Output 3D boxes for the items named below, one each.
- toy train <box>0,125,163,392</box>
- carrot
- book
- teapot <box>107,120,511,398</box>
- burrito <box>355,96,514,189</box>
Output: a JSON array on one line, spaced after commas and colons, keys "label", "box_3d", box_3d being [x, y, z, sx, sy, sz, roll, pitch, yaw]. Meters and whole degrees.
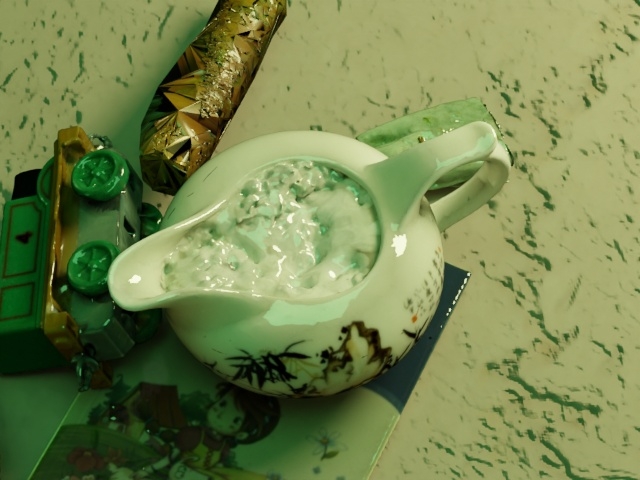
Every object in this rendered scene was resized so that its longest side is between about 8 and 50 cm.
[{"label": "toy train", "box_3d": [-0.193, 0.016, 1.442, 0.136, 0.091, 0.228, -12, 55, 13]}, {"label": "carrot", "box_3d": [-0.084, -0.127, 1.519, 0.069, 0.069, 0.229, 18, 49, 9]}, {"label": "book", "box_3d": [-0.053, 0.110, 1.438, 0.228, 0.018, 0.322, 23, 64, 11]}, {"label": "teapot", "box_3d": [0.000, 0.000, 1.404, 0.299, 0.166, 0.208, -29, 53, -4]}, {"label": "burrito", "box_3d": [0.088, -0.071, 1.524, 0.118, 0.044, 0.074, -11, 66, -11]}]
